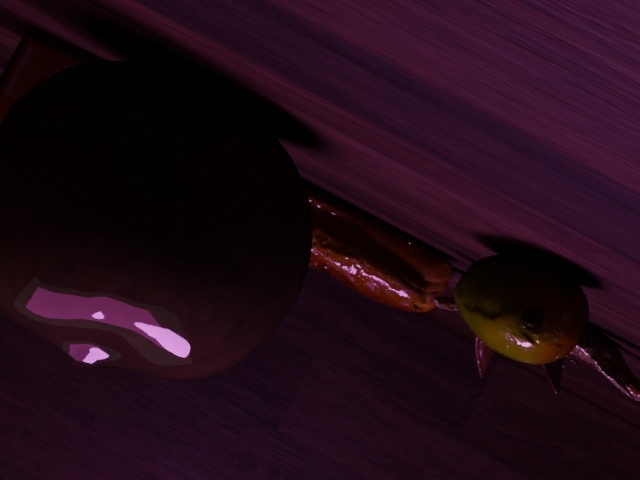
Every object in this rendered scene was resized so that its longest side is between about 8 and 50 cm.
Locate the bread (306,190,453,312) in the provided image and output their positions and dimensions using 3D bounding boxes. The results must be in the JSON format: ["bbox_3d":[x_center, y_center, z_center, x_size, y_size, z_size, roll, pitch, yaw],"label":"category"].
[{"bbox_3d":[0.000,0.000,1.826,0.380,0.109,0.185,24,171,-6],"label":"bread"}]

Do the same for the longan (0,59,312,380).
[{"bbox_3d":[-0.186,-0.016,1.346,0.361,0.361,0.361,27,176,2],"label":"longan"}]

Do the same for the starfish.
[{"bbox_3d":[0.327,0.138,1.717,0.347,0.078,0.358,27,176,10],"label":"starfish"}]

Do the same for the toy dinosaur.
[{"bbox_3d":[0.347,0.200,2.202,0.207,0.113,0.327,30,174,-37],"label":"toy dinosaur"}]

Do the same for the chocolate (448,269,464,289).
[{"bbox_3d":[0.224,0.072,1.926,0.101,0.031,0.064,28,-179,-40],"label":"chocolate"}]

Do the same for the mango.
[{"bbox_3d":[0.216,0.073,1.377,0.125,0.111,0.233,32,177,-8],"label":"mango"}]

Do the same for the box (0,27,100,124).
[{"bbox_3d":[-0.342,-0.145,1.669,0.148,0.195,0.177,26,177,19],"label":"box"}]
